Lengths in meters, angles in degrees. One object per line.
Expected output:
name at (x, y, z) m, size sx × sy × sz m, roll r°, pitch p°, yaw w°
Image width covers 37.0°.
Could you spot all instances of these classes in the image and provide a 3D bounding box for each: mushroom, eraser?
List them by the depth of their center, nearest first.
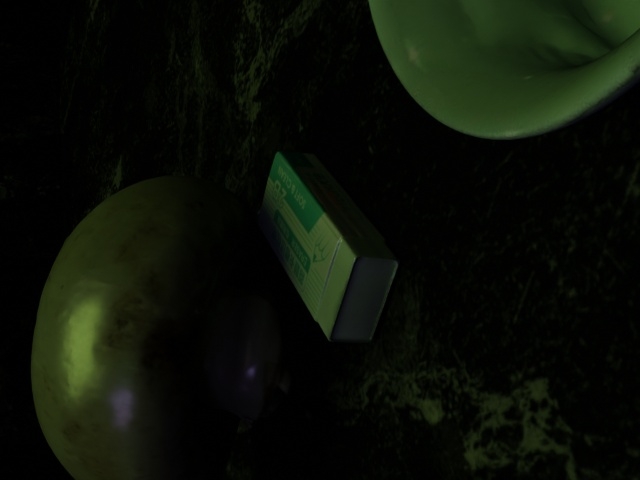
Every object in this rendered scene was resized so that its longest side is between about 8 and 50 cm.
eraser at (0.000, 0.000, 0.952) m, size 0.225 × 0.052 × 0.095 m, roll 56°, pitch 134°, yaw 53°
mushroom at (-0.137, 0.111, 1.031) m, size 0.362 × 0.295 × 0.362 m, roll 6°, pitch -90°, yaw -79°

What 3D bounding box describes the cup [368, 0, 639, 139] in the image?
cup at (0.166, -0.219, 0.482) m, size 0.347 × 0.163 × 0.347 m, roll -179°, pitch 90°, yaw -65°
